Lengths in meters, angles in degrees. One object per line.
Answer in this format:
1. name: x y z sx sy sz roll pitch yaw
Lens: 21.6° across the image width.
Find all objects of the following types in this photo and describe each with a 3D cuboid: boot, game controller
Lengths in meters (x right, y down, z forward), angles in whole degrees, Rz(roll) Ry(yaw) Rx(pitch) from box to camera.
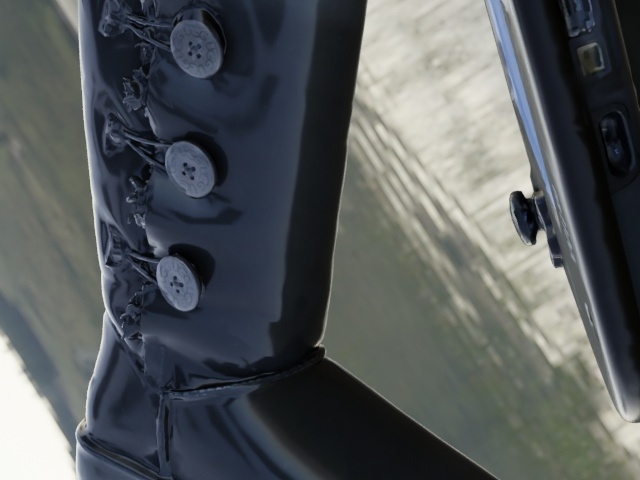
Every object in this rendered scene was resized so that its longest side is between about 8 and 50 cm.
1. boot: -0.002 0.000 1.115 0.146 0.367 0.445 -32 -48 -61
2. game controller: 0.057 -0.102 0.498 0.166 0.067 0.319 -79 -27 -59
